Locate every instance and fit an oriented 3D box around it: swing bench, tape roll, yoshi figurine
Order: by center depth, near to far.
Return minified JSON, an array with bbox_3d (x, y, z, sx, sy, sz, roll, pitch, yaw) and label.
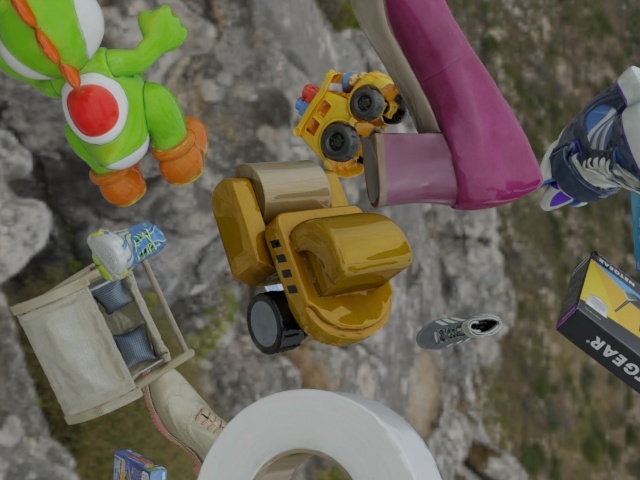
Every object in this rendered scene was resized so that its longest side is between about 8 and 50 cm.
[{"bbox_3d":[-0.004,0.314,1.081,0.100,0.286,0.286,24,69,-64],"label":"tape roll"},{"bbox_3d":[-0.279,-0.219,1.105,0.203,0.203,0.362,-55,142,-21],"label":"yoshi figurine"},{"bbox_3d":[-0.420,0.181,1.831,0.255,0.165,0.253,-37,106,-56],"label":"swing bench"}]

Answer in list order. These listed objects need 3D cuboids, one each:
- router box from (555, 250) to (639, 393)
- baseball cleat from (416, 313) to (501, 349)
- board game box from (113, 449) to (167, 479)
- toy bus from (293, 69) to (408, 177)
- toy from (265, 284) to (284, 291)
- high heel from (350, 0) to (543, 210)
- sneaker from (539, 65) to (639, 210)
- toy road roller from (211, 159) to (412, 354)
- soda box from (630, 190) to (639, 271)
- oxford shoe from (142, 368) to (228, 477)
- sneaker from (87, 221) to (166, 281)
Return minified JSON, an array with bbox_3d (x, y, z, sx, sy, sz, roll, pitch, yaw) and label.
[{"bbox_3d":[0.365,0.108,1.086,0.046,0.179,0.133,-53,180,38],"label":"router box"},{"bbox_3d":[0.319,0.207,2.193,0.109,0.206,0.072,28,46,-77],"label":"baseball cleat"},{"bbox_3d":[-0.333,0.498,1.710,0.035,0.136,0.201,0,96,-40],"label":"board game box"},{"bbox_3d":[0.047,-0.268,1.888,0.149,0.211,0.220,-2,130,-58],"label":"toy bus"},{"bbox_3d":[0.012,0.085,1.815,0.237,0.056,0.137,-31,99,-41],"label":"toy"},{"bbox_3d":[0.128,-0.218,0.939,0.127,0.181,0.377,-138,-136,-73],"label":"high heel"},{"bbox_3d":[0.414,-0.095,1.351,0.236,0.130,0.323,-51,-166,32],"label":"sneaker"},{"bbox_3d":[0.000,0.000,1.418,0.202,0.240,0.329,-8,69,-36],"label":"toy road roller"},{"bbox_3d":[0.671,-0.043,1.873,0.071,0.067,0.210,-6,93,-35],"label":"soda box"},{"bbox_3d":[-0.271,0.439,2.228,0.397,0.146,0.140,56,39,-17],"label":"oxford shoe"},{"bbox_3d":[-0.326,0.002,1.602,0.126,0.240,0.091,-35,96,-17],"label":"sneaker"}]
